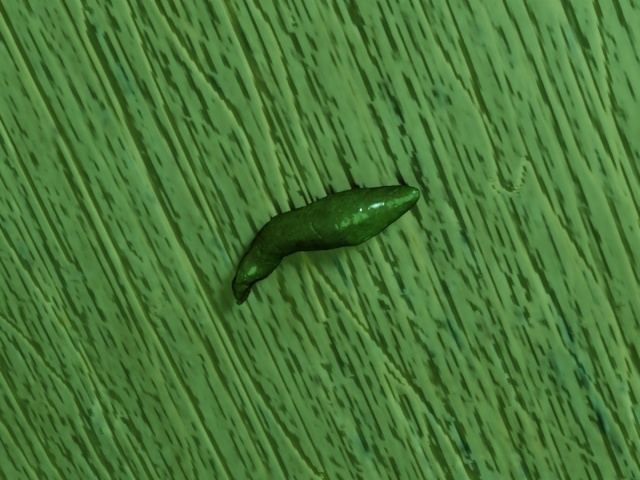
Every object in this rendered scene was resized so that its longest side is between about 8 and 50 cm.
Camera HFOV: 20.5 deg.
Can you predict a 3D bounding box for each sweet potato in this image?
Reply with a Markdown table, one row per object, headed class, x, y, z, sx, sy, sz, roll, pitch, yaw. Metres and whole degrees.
| class | x | y | z | sx | sy | sz | roll | pitch | yaw |
| --- | --- | --- | --- | --- | --- | --- | --- | --- | --- |
| sweet potato | -0.004 | -0.006 | 1.153 | 0.153 | 0.038 | 0.041 | -27 | 85 | 24 |
